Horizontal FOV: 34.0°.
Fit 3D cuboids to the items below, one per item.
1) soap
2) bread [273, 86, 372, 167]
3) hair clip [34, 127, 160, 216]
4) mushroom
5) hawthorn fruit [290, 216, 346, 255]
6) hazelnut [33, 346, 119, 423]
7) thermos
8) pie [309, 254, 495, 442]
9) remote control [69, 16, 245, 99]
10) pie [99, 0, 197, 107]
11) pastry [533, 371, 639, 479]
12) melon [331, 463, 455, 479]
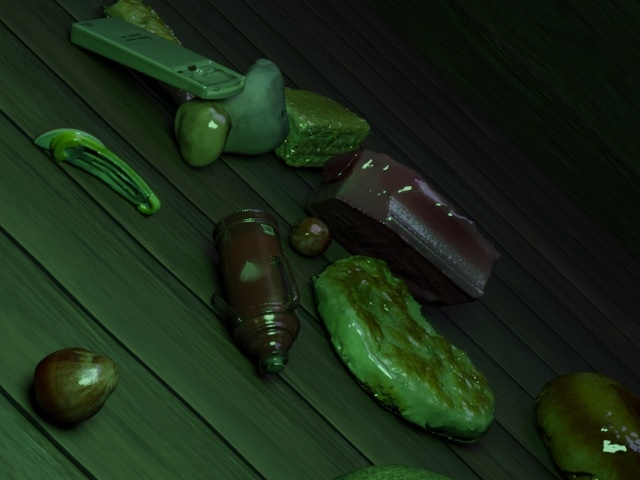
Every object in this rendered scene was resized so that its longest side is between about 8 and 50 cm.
[{"bbox_3d":[0.134,-0.023,1.787,0.325,0.127,0.220,42,-23,-12],"label":"soap"},{"bbox_3d":[-0.016,-0.209,1.965,0.196,0.102,0.138,-5,44,-48],"label":"bread"},{"bbox_3d":[-0.291,-0.097,1.407,0.188,0.060,0.033,38,40,-26],"label":"hair clip"},{"bbox_3d":[-0.146,-0.211,1.750,0.159,0.122,0.328,65,25,-3],"label":"mushroom"},{"bbox_3d":[0.000,0.000,1.699,0.103,0.067,0.067,20,29,-14],"label":"hawthorn fruit"},{"bbox_3d":[-0.242,0.141,1.039,0.086,0.086,0.086,36,24,-19],"label":"hazelnut"},{"bbox_3d":[-0.078,0.072,1.390,0.099,0.124,0.232,21,39,-37],"label":"thermos"},{"bbox_3d":[0.123,0.162,1.625,0.296,0.078,0.371,7,41,-56],"label":"pie"},{"bbox_3d":[-0.259,-0.288,1.667,0.285,0.038,0.123,26,27,19],"label":"remote control"},{"bbox_3d":[-0.269,-0.313,1.810,0.282,0.068,0.128,53,25,11],"label":"pie"},{"bbox_3d":[0.532,0.378,1.837,0.356,0.164,0.356,37,18,-14],"label":"pastry"},{"bbox_3d":[0.095,0.352,1.034,0.301,0.237,0.237,32,25,-34],"label":"melon"}]
